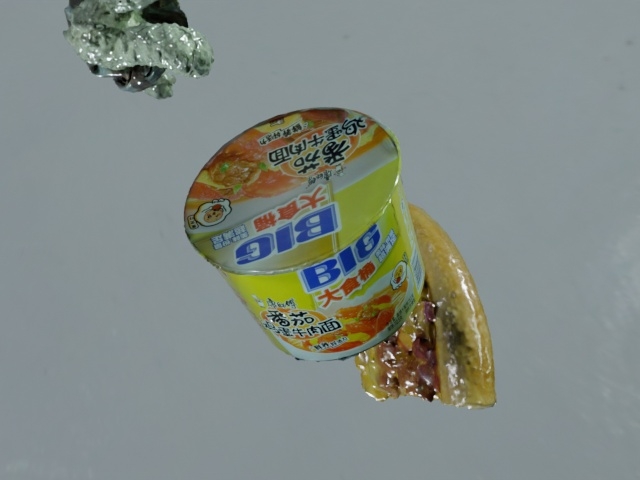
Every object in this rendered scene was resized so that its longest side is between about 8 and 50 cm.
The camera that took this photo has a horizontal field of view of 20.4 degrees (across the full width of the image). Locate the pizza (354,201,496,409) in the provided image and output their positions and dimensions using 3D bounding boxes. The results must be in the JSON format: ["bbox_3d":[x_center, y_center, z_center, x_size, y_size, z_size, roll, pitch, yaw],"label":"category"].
[{"bbox_3d":[0.089,0.096,1.922,0.081,0.229,0.290,-1,52,-28],"label":"pizza"}]

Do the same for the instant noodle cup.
[{"bbox_3d":[0.000,0.000,1.568,0.205,0.205,0.153,-31,132,-3],"label":"instant noodle cup"}]

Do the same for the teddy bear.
[{"bbox_3d":[-0.171,-0.182,1.543,0.111,0.213,0.133,-17,99,-16],"label":"teddy bear"}]
